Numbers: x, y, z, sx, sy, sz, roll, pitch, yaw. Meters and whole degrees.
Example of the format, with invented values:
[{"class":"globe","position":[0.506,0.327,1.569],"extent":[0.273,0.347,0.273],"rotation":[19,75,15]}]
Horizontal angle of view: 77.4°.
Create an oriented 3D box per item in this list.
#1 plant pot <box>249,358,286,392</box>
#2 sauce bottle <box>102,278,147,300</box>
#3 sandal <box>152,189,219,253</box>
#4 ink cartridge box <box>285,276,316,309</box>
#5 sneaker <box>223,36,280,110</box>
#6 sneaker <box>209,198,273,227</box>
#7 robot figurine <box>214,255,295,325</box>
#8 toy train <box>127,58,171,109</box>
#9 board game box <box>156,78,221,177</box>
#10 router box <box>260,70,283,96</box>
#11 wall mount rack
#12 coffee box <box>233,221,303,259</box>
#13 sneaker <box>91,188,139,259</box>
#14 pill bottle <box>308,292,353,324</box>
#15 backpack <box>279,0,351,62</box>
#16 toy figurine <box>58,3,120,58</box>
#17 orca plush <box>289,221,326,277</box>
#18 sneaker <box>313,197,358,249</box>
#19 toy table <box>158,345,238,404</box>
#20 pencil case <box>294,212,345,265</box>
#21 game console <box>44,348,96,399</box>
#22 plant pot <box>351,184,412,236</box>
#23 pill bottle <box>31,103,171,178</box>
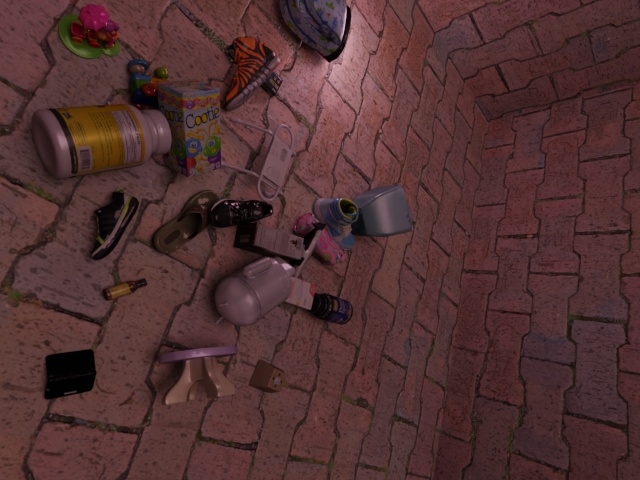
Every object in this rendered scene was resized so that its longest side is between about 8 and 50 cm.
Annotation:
[{"class":"plant pot","position":[-0.204,0.559,1.624],"extent":[0.109,0.096,0.109],"rotation":[40,60,-37]},{"class":"sauce bottle","position":[-0.617,0.153,1.267],"extent":[0.128,0.042,0.042],"rotation":[-19,101,-43]},{"class":"sandal","position":[-0.455,-0.063,1.415],"extent":[0.120,0.086,0.302],"rotation":[56,51,-28]},{"class":"ink cartridge box","position":[-0.118,0.226,1.755],"extent":[0.198,0.067,0.115],"rotation":[29,67,-42]},{"class":"sneaker","position":[-0.321,-0.673,1.589],"extent":[0.180,0.125,0.321],"rotation":[40,69,-14]},{"class":"sneaker","position":[-0.290,-0.112,1.515],"extent":[0.283,0.124,0.107],"rotation":[-26,115,-58]},{"class":"robot figurine","position":[-0.253,0.191,1.523],"extent":[0.353,0.200,0.299],"rotation":[-33,144,-41]},{"class":"toy train","position":[-0.528,-0.527,1.374],"extent":[0.248,0.105,0.143],"rotation":[-10,81,-46]},{"class":"board game box","position":[-0.433,-0.376,1.337],"extent":[0.144,0.142,0.275],"rotation":[-29,138,-42]},{"class":"router box","position":[-0.228,-0.700,1.726],"extent":[0.122,0.038,0.092],"rotation":[38,62,-37]},{"class":"wall mount rack","position":[-0.249,-0.336,1.626],"extent":[0.304,0.131,0.349],"rotation":[34,64,-43]},{"class":"coffee box","position":[-0.208,0.007,1.627],"extent":[0.247,0.141,0.098],"rotation":[20,74,-42]},{"class":"sneaker","position":[-0.657,-0.053,1.234],"extent":[0.097,0.084,0.234],"rotation":[28,65,-15]},{"class":"pill bottle","position":[0.041,0.317,1.872],"extent":[0.219,0.123,0.122],"rotation":[25,70,-42]},{"class":"backpack","position":[-0.018,-1.047,1.842],"extent":[0.356,0.273,0.290],"rotation":[14,84,-32]},{"class":"toy figurine","position":[-0.661,-0.629,1.191],"extent":[0.173,0.159,0.130],"rotation":[0,87,-46]},{"class":"orca plush","position":[-0.086,0.027,1.730],"extent":[0.102,0.287,0.151],"rotation":[31,36,7]},{"class":"sneaker","position":[0.121,-0.075,1.919],"extent":[0.319,0.208,0.127],"rotation":[52,52,-30]},{"class":"toy table","position":[-0.401,0.451,1.344],"extent":[0.274,0.252,0.160],"rotation":[4,68,-34]},{"class":"pencil case","position":[0.000,0.000,1.855],"extent":[0.284,0.124,0.124],"rotation":[48,56,-31]},{"class":"game console","position":[-0.728,0.387,1.160],"extent":[0.122,0.071,0.107],"rotation":[3,115,-45]},{"class":"plant pot","position":[0.280,-0.133,2.076],"extent":[0.252,0.247,0.247],"rotation":[-19,102,-26]},{"class":"pill bottle","position":[-0.630,-0.302,1.182],"extent":[0.334,0.188,0.187],"rotation":[-25,105,-44]}]
